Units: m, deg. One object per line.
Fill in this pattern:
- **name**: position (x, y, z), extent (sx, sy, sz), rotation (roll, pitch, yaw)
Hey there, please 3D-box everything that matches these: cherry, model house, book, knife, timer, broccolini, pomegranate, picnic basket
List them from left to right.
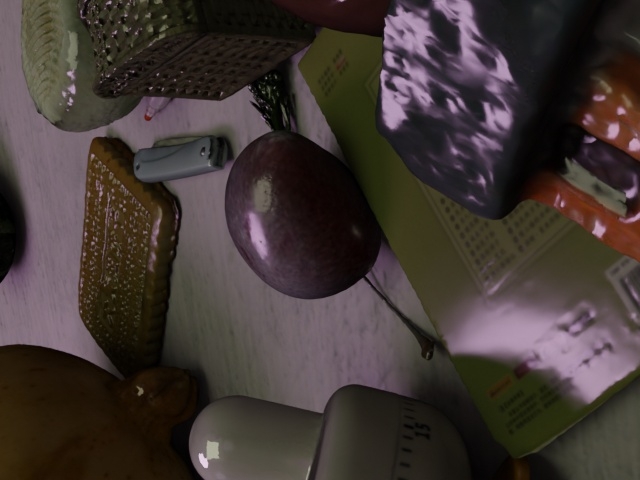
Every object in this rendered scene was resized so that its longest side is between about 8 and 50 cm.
- **pomegranate**: position (-0.285, 0.273, 1.205), extent (0.410, 0.410, 0.410), rotation (22, 118, 50)
- **picnic basket**: position (-0.119, -0.224, 0.926), extent (0.134, 0.154, 0.196), rotation (-21, 77, 43)
- **knife**: position (-0.137, -0.082, 1.138), extent (0.162, 0.023, 0.044), rotation (-3, 73, 55)
- **broccolini**: position (-0.024, -0.081, 0.985), extent (0.035, 0.030, 0.140), rotation (-25, 83, 18)
- **cherry**: position (0.001, -0.006, 0.878), extent (0.188, 0.115, 0.148), rotation (49, 144, 44)
- **timer**: position (0.007, 0.214, 0.841), extent (0.233, 0.240, 0.233), rotation (-166, 90, -90)
- **book**: position (0.118, -0.057, 0.777), extent (0.239, 0.035, 0.352), rotation (-50, 59, 46)
- **model house**: position (0.215, -0.082, 0.464), extent (0.301, 0.271, 0.190), rotation (41, 148, 20)

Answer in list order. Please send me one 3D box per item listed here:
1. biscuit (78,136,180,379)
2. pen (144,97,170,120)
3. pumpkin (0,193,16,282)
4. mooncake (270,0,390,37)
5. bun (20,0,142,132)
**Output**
- **biscuit**: position (-0.219, 0.026, 1.285), extent (0.172, 0.029, 0.254), rotation (42, 132, 41)
- **pen**: position (-0.130, -0.176, 1.098), extent (0.026, 0.026, 0.218), rotation (63, 143, 20)
- **pumpkin**: position (-0.488, -0.007, 1.552), extent (0.190, 0.146, 0.190), rotation (3, 95, 33)
- **mooncake**: position (0.055, -0.294, 0.655), extent (0.326, 0.174, 0.334), rotation (-35, 71, 49)
- **bun**: position (-0.218, -0.196, 1.134), extent (0.195, 0.118, 0.195), rotation (10, 102, 58)
